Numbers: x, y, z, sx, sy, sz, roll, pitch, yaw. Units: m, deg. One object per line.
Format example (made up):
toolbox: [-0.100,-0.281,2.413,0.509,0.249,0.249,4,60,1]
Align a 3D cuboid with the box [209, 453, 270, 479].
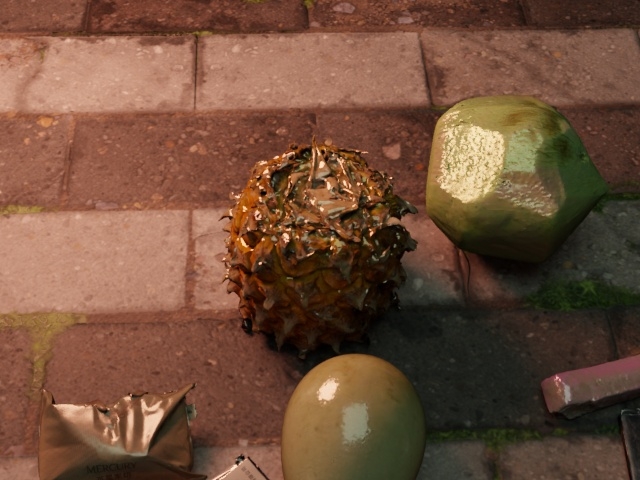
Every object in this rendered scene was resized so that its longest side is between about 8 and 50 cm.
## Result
box: [-0.074,0.485,1.376,0.173,0.145,0.333,-33,61,-26]

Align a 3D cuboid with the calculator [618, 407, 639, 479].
calculator: [0.572,0.389,1.552,0.161,0.021,0.262,3,53,-1]

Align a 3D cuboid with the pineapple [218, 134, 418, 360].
pineapple: [0.000,0.002,1.662,0.352,0.300,0.352,5,54,-6]

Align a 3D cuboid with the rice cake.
rice cake: [0.548,0.226,1.654,0.365,0.056,0.073,-13,56,-11]

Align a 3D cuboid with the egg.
egg: [0.045,0.313,1.467,0.218,0.218,0.295,13,61,7]

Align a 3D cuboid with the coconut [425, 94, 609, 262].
coconut: [0.356,-0.112,1.764,0.328,0.281,0.328,0,50,0]

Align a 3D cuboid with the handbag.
handbag: [-0.318,0.307,1.521,0.270,0.117,0.182,-6,67,-7]
